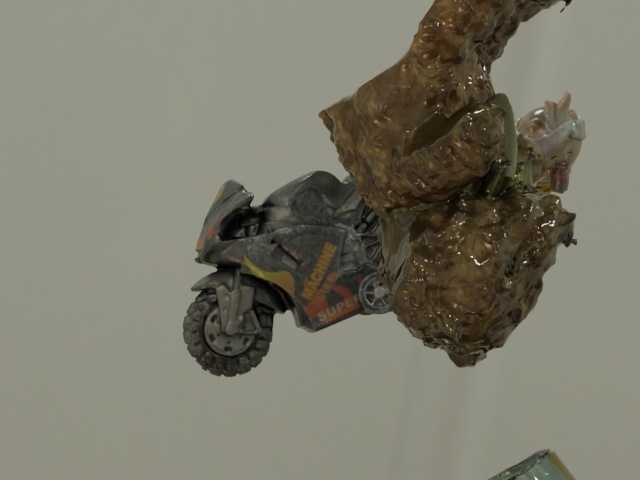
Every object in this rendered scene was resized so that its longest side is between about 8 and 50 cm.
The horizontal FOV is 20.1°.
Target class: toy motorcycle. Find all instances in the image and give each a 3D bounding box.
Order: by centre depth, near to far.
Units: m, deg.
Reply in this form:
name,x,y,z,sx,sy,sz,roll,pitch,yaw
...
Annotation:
name,x,y,z,sx,sy,sz,roll,pitch,yaw
toy motorcycle,0.000,0.000,1.668,0.307,0.173,0.108,-25,-2,-8

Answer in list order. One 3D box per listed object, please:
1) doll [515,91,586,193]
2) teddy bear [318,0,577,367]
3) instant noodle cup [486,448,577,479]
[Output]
name,x,y,z,sx,sy,sz,roll,pitch,yaw
doll,0.214,-0.084,1.691,0.073,0.084,0.127,-11,-29,-11
teddy bear,0.131,-0.076,1.321,0.222,0.296,0.246,46,5,8
instant noodle cup,0.147,0.257,1.356,0.205,0.153,0.205,-29,-7,-4
